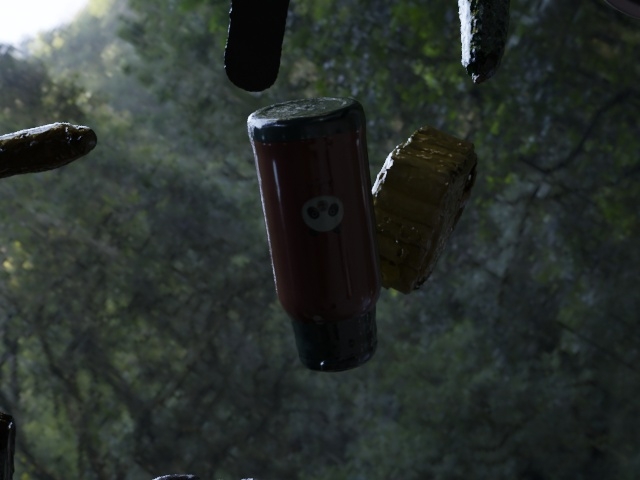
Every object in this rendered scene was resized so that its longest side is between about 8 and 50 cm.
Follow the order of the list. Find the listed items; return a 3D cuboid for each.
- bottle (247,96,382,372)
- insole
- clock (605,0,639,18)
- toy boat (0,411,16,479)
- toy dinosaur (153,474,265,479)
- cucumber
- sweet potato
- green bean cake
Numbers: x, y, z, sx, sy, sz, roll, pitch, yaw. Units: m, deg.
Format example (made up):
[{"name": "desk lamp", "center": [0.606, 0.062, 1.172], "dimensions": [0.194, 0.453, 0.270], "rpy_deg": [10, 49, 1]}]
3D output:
[{"name": "bottle", "center": [0.000, 0.000, 1.495], "dimensions": [0.144, 0.144, 0.336], "rpy_deg": [-27, -64, -52]}, {"name": "insole", "center": [-0.063, -0.266, 1.254], "dimensions": [0.003, 0.080, 0.232], "rpy_deg": [160, 114, -73]}, {"name": "clock", "center": [0.310, -0.295, 1.062], "dimensions": [0.068, 0.196, 0.197], "rpy_deg": [-102, 28, -57]}, {"name": "toy boat", "center": [-0.338, 0.255, 1.129], "dimensions": [0.100, 0.097, 0.223], "rpy_deg": [107, 161, -58]}, {"name": "toy dinosaur", "center": [-0.124, 0.361, 1.586], "dimensions": [0.162, 0.294, 0.077], "rpy_deg": [-70, -15, -56]}, {"name": "cucumber", "center": [0.188, -0.288, 1.401], "dimensions": [0.068, 0.067, 0.294], "rpy_deg": [89, -178, -54]}, {"name": "sweet potato", "center": [-0.308, -0.074, 0.986], "dimensions": [0.074, 0.269, 0.075], "rpy_deg": [4, -90, -71]}, {"name": "green bean cake", "center": [0.147, -0.048, 1.902], "dimensions": [0.229, 0.131, 0.224], "rpy_deg": [-43, -25, -63]}]
